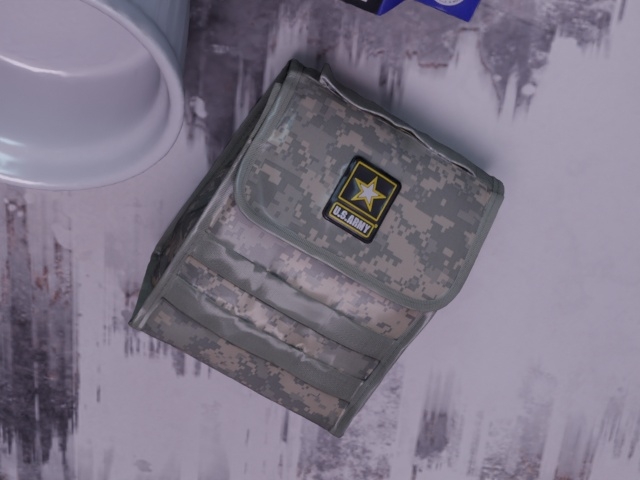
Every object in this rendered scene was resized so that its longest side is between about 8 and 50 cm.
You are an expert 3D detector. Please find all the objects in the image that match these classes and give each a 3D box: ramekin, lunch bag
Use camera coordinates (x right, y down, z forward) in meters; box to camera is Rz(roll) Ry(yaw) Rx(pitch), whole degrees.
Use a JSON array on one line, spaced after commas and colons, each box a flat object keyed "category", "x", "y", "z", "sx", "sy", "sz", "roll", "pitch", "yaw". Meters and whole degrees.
[{"category": "ramekin", "x": -0.241, "y": -0.177, "z": 1.441, "sx": 0.277, "sy": 0.135, "sz": 0.277, "roll": 5, "pitch": 144, "yaw": 4}, {"category": "lunch bag", "x": 0.000, "y": 0.000, "z": 1.571, "sx": 0.235, "sy": 0.169, "sz": 0.287, "roll": 30, "pitch": 116, "yaw": -12}]

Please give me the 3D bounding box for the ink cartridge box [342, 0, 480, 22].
[{"category": "ink cartridge box", "x": -0.009, "y": -0.304, "z": 1.410, "sx": 0.371, "sy": 0.069, "sz": 0.175, "roll": 19, "pitch": 126, "yaw": -11}]
